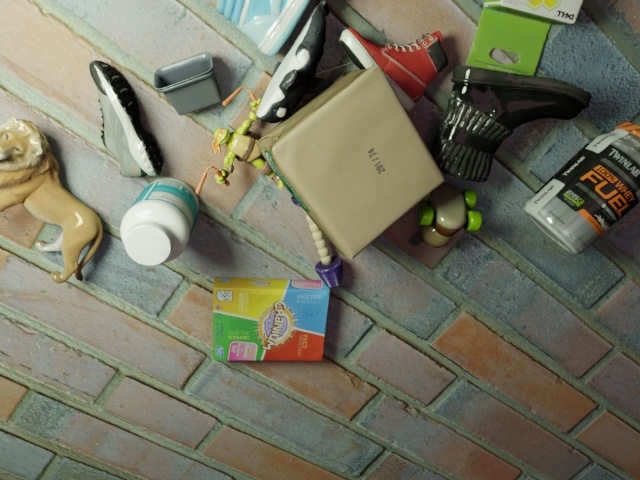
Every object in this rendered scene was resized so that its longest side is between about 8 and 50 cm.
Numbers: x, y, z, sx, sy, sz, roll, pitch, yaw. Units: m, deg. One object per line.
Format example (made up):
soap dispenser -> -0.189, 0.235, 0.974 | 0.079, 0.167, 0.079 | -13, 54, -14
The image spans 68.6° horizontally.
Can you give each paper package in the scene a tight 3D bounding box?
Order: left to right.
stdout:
paper package -> 0.072, -0.179, 1.083 | 0.309, 0.168, 0.325 | -40, 115, -6

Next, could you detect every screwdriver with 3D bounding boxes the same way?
screwdriver -> -0.004, -0.391, 1.097 | 0.169, 0.025, 0.024 | -16, 115, 1

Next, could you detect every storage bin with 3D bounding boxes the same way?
storage bin -> -0.290, -0.348, 1.052 | 0.135, 0.098, 0.091 | -19, 142, 1

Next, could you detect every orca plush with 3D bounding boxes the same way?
orca plush -> -0.033, -0.380, 1.045 | 0.102, 0.151, 0.288 | 25, 86, -28

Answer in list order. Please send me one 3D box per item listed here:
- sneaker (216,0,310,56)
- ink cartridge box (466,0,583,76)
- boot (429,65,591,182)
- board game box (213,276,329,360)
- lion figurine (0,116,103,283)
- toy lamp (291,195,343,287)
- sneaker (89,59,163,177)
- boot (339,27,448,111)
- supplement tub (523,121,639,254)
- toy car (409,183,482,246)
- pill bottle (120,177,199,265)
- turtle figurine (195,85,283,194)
sneaker -> -0.099, -0.568, 0.952 | 0.208, 0.127, 0.319 | 30, 106, -19
ink cartridge box -> 0.470, -0.511, 1.061 | 0.188, 0.097, 0.256 | 8, 112, -10
boot -> 0.449, -0.265, 1.145 | 0.347, 0.131, 0.260 | 9, 106, 1
board game box -> -0.142, 0.226, 1.332 | 0.316, 0.064, 0.243 | 2, 114, -8
lion figurine -> -0.641, -0.083, 1.114 | 0.240, 0.142, 0.392 | -37, 127, 2
toy lamp -> 0.000, 0.000, 1.243 | 0.080, 0.080, 0.275 | -17, 114, 1
sneaker -> -0.459, -0.264, 1.060 | 0.107, 0.100, 0.272 | -13, 115, 5
boot -> 0.175, -0.438, 1.067 | 0.244, 0.088, 0.176 | 33, 106, -27
supplement tub -> 0.705, -0.134, 1.204 | 0.193, 0.194, 0.316 | 37, 104, -20
toy car -> 0.314, -0.044, 1.256 | 0.154, 0.149, 0.188 | 7, 142, -6
pill bottle -> -0.367, -0.041, 1.076 | 0.146, 0.264, 0.146 | -2, 114, -5
turtle figurine -> -0.173, -0.206, 1.122 | 0.217, 0.087, 0.270 | 23, 93, -26
